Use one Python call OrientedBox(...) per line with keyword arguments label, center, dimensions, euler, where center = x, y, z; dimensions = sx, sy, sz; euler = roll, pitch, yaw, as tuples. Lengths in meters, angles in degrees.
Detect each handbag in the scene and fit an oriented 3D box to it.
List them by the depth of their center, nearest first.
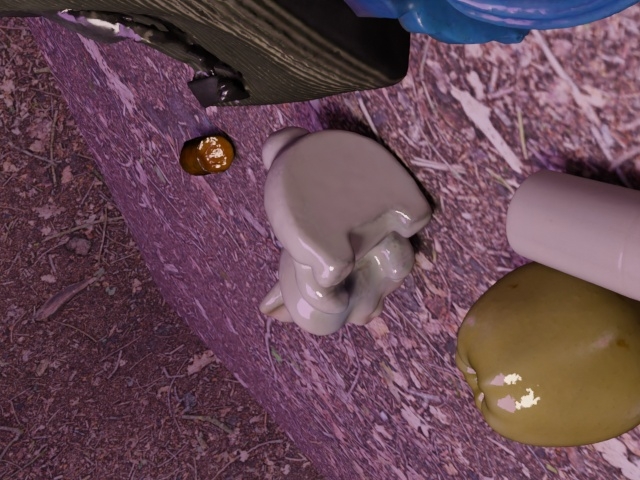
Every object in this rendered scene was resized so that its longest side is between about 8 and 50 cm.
OrientedBox(label="handbag", center=(-0.098, -0.246, 0.598), dimensions=(0.240, 0.247, 0.341), euler=(-11, 159, 44))

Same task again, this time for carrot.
OrientedBox(label="carrot", center=(-0.229, -0.166, 1.447), dimensions=(0.082, 0.082, 0.173), euler=(61, 162, -15))

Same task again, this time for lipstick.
OrientedBox(label="lipstick", center=(0.292, 0.018, 0.563), dimensions=(0.327, 0.087, 0.087), euler=(25, 145, 53))

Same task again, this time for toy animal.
OrientedBox(label="toy animal", center=(0.006, 0.006, 1.043), dimensions=(0.241, 0.196, 0.367), euler=(53, 159, 27))

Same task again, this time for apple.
OrientedBox(label="apple", center=(0.232, 0.108, 0.715), dimensions=(0.200, 0.200, 0.200), euler=(45, 158, 25))

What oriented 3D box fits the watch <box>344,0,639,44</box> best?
OrientedBox(label="watch", center=(0.114, -0.222, 0.427), dimensions=(0.274, 0.241, 0.305), euler=(12, 155, 46))
